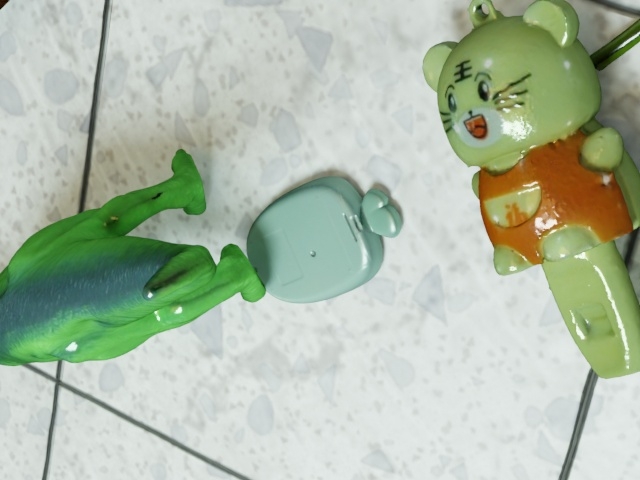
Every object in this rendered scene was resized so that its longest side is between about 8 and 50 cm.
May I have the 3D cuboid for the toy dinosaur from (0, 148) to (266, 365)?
[{"bbox_3d":[-0.239,0.054,1.086,0.374,0.500,0.144,-23,91,4],"label":"toy dinosaur"}]

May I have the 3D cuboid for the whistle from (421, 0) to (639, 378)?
[{"bbox_3d":[0.160,-0.038,0.988,0.131,0.106,0.289,-18,93,44],"label":"whistle"}]

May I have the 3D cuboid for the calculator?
[{"bbox_3d":[0.000,0.000,1.153,0.153,0.021,0.095,-24,91,38],"label":"calculator"}]

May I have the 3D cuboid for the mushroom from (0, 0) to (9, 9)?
[{"bbox_3d":[-0.415,-0.294,1.188,0.345,0.259,0.346,10,109,31],"label":"mushroom"}]

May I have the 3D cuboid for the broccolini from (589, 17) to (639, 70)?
[{"bbox_3d":[0.258,-0.184,0.934,0.042,0.044,0.218,48,130,-6],"label":"broccolini"}]
